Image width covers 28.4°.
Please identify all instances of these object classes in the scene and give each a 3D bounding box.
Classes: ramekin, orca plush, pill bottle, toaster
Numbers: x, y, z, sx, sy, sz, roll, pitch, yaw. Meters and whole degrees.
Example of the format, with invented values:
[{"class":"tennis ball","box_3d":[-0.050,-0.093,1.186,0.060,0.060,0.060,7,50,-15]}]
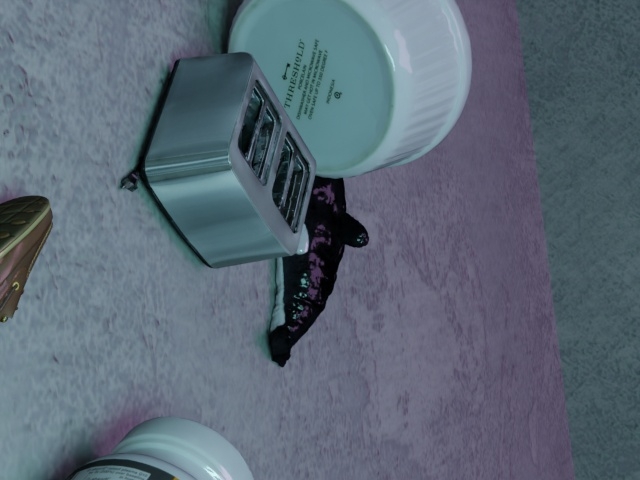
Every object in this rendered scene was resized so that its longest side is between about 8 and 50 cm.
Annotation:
[{"class":"ramekin","box_3d":[0.020,-0.192,1.386,0.127,0.273,0.273,-38,118,-51]},{"class":"orca plush","box_3d":[0.000,0.000,1.464,0.151,0.102,0.287,60,33,-41]},{"class":"pill bottle","box_3d":[-0.158,0.263,0.966,0.278,0.162,0.162,-53,131,-57]},{"class":"toaster","box_3d":[-0.093,-0.075,1.271,0.168,0.110,0.186,57,35,-42]}]

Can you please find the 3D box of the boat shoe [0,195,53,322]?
[{"class":"boat shoe","box_3d":[-0.255,0.033,0.946,0.178,0.064,0.060,-60,142,-44]}]
